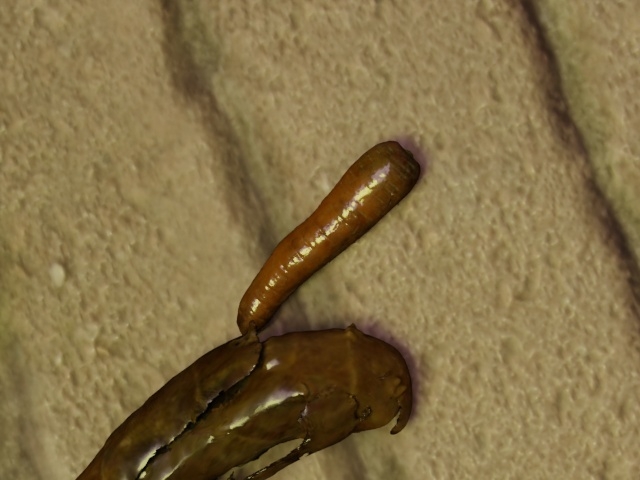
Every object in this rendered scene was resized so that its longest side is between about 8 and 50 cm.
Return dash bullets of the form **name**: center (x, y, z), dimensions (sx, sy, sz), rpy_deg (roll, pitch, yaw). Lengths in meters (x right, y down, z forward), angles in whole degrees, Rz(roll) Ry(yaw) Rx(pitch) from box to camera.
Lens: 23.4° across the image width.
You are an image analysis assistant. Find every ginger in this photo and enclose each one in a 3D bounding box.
- **ginger**: center (-0.079, 0.157, 1.147), dimensions (0.309, 0.107, 0.133), rpy_deg (-34, 103, 8)

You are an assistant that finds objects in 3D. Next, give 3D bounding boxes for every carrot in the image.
- **carrot**: center (0.000, 0.000, 1.166), dimensions (0.191, 0.047, 0.047), rpy_deg (-45, 78, 8)
